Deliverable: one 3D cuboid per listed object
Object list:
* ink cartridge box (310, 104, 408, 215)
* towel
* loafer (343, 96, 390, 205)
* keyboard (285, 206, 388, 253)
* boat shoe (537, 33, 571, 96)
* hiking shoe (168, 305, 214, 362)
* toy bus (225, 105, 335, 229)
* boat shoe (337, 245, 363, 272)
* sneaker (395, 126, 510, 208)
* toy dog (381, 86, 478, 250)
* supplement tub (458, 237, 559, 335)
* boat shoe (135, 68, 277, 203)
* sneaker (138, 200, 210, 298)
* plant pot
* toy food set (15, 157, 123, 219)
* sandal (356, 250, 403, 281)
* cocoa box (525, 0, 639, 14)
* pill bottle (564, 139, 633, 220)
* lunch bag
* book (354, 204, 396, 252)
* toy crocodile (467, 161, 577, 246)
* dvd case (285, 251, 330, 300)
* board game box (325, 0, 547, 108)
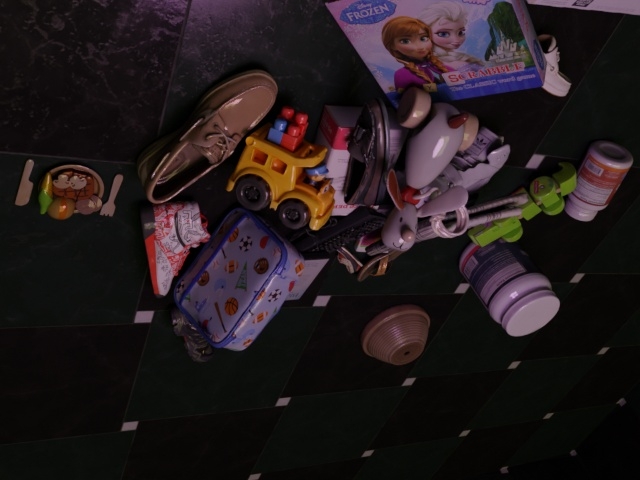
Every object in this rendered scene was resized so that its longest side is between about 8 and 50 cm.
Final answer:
[{"bbox_3d":[0.071,-0.177,1.442,0.172,0.100,0.237,-3,133,-24],"label":"ink cartridge box"},{"bbox_3d":[0.314,-0.030,1.595,0.324,0.056,0.312,-16,175,-28],"label":"towel"},{"bbox_3d":[0.091,-0.168,1.319,0.084,0.096,0.267,-11,137,-8],"label":"loafer"},{"bbox_3d":[0.000,0.000,1.547,0.317,0.033,0.202,-29,153,30],"label":"keyboard"},{"bbox_3d":[0.487,-0.409,1.421,0.277,0.098,0.096,18,123,-37],"label":"boat shoe"},{"bbox_3d":[-0.308,0.240,1.684,0.114,0.086,0.226,-21,138,-1],"label":"hiking shoe"},{"bbox_3d":[-0.056,-0.156,1.315,0.220,0.149,0.211,26,119,5],"label":"toy bus"},{"bbox_3d":[0.069,0.048,1.713,0.043,0.049,0.137,-37,144,6],"label":"boat shoe"},{"bbox_3d":[0.311,-0.179,1.500,0.366,0.137,0.210,-4,134,-55],"label":"sneaker"},{"bbox_3d":[0.225,-0.141,1.281,0.220,0.161,0.333,-5,99,-14],"label":"toy dog"},{"bbox_3d":[0.543,0.121,1.860,0.191,0.272,0.191,-15,138,-14],"label":"supplement tub"},{"bbox_3d":[-0.214,-0.197,1.267,0.341,0.110,0.122,-38,138,13],"label":"boat shoe"},{"bbox_3d":[-0.321,0.023,1.453,0.145,0.090,0.270,-10,134,-15],"label":"sneaker"},{"bbox_3d":[0.253,0.319,2.038,0.238,0.109,0.237,-14,138,-13],"label":"plant pot"},{"bbox_3d":[-0.498,-0.093,1.281,0.192,0.038,0.132,6,129,-32],"label":"toy food set"},{"bbox_3d":[0.178,0.064,1.770,0.180,0.049,0.072,-33,159,3],"label":"sandal"},{"bbox_3d":[0.528,-0.570,1.130,0.347,0.231,0.228,-4,159,-24],"label":"cocoa box"},{"bbox_3d":[0.773,-0.163,1.802,0.121,0.121,0.216,-8,136,-20],"label":"pill bottle"},{"bbox_3d":[-0.197,0.088,1.460,0.303,0.243,0.115,-52,148,8],"label":"lunch bag"},{"bbox_3d":[0.153,-0.031,1.687,0.096,0.035,0.144,-1,132,-24],"label":"book"},{"bbox_3d":[0.565,-0.097,1.790,0.341,0.105,0.115,-35,138,17],"label":"toy crocodile"},{"bbox_3d":[-0.101,0.100,1.639,0.181,0.022,0.253,-4,153,-24],"label":"dvd case"},{"bbox_3d":[0.222,-0.386,1.198,0.319,0.065,0.318,-3,151,34],"label":"board game box"}]
